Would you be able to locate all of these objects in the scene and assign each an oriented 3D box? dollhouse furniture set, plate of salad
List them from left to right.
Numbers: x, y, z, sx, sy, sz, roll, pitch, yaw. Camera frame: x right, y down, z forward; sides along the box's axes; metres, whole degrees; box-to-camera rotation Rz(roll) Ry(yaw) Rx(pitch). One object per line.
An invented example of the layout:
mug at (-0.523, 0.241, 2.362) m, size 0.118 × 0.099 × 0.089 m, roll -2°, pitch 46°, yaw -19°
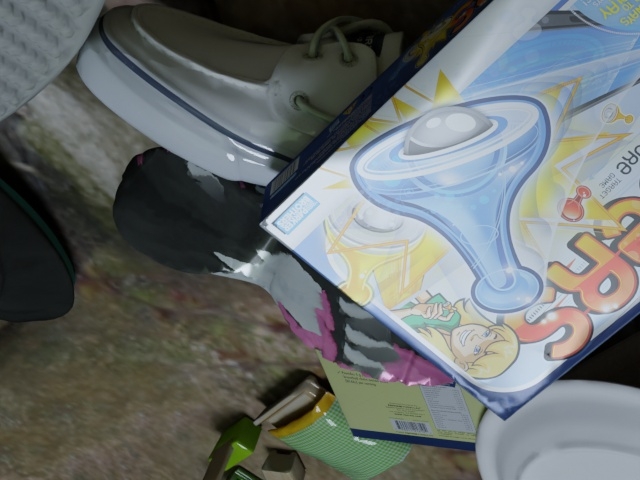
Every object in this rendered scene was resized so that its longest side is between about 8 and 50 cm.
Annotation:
dollhouse furniture set at (-0.022, 0.140, 0.949) m, size 0.076 × 0.058 × 0.152 m, roll 35°, pitch 142°, yaw -13°
plate of salad at (0.165, 0.126, 0.761) m, size 0.200 × 0.048 × 0.200 m, roll 25°, pitch 146°, yaw 18°

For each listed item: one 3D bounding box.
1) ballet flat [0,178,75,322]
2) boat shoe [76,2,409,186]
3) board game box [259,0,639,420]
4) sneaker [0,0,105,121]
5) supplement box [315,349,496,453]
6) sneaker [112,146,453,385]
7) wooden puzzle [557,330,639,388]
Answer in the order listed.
ballet flat at (-0.227, -0.030, 0.831) m, size 0.095 × 0.096 × 0.280 m, roll -5°, pitch 134°, yaw 34°
boat shoe at (0.014, -0.059, 0.691) m, size 0.226 × 0.083 × 0.076 m, roll 23°, pitch 121°, yaw -7°
board game box at (0.093, -0.036, 0.629) m, size 0.136 × 0.035 × 0.201 m, roll 38°, pitch 116°, yaw -17°
sneaker at (-0.153, -0.150, 0.629) m, size 0.366 × 0.135 × 0.150 m, roll -42°, pitch 66°, yaw 41°
supplement box at (0.050, 0.053, 0.806) m, size 0.083 × 0.056 × 0.083 m, roll 3°, pitch 138°, yaw 26°
sneaker at (0.000, 0.000, 0.758) m, size 0.178 × 0.077 × 0.072 m, roll 30°, pitch 108°, yaw 13°
wooden puzzle at (0.254, 0.093, 0.748) m, size 0.221 × 0.044 × 0.239 m, roll 37°, pitch 142°, yaw -15°
